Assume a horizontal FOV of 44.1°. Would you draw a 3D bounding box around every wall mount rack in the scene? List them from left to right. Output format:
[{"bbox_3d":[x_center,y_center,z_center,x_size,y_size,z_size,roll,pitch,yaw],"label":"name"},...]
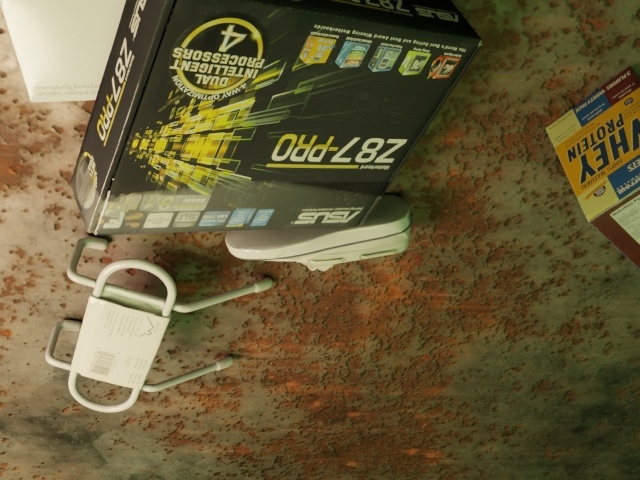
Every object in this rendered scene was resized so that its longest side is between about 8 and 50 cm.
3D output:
[{"bbox_3d":[-0.254,0.132,1.233,0.304,0.130,0.350,17,129,-14],"label":"wall mount rack"}]

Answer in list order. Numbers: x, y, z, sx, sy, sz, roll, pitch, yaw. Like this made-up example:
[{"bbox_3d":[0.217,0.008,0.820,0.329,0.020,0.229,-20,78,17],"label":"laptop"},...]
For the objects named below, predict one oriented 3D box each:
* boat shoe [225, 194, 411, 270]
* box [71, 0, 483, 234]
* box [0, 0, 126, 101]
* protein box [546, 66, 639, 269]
[{"bbox_3d":[0.000,0.000,1.147,0.267,0.096,0.088,-12,130,-2],"label":"boat shoe"},{"bbox_3d":[-0.051,-0.149,0.904,0.395,0.097,0.318,-2,140,-37],"label":"box"},{"bbox_3d":[-0.244,-0.261,0.872,0.181,0.119,0.182,-2,132,-1],"label":"box"},{"bbox_3d":[0.428,-0.074,1.027,0.136,0.200,0.201,-38,124,27],"label":"protein box"}]
